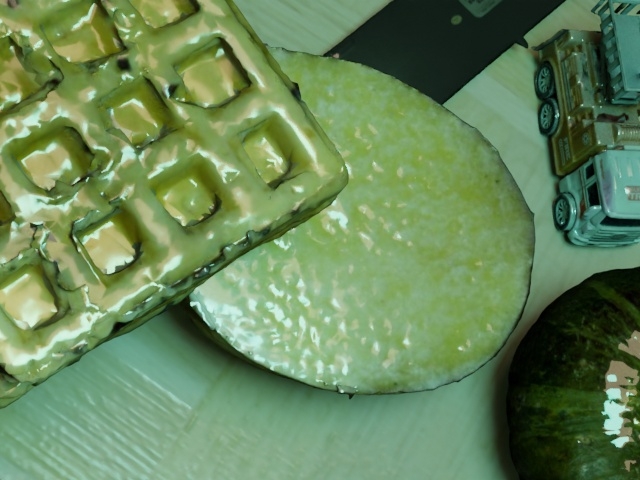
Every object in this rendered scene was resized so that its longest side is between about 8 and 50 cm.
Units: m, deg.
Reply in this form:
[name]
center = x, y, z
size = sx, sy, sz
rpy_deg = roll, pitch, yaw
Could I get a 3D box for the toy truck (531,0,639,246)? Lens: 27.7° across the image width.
[toy truck]
center = 0.238, -0.092, 1.045
size = 0.080, 0.115, 0.177
rpy_deg = 0, 73, -19

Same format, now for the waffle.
[waffle]
center = -0.190, -0.116, 0.773
size = 0.261, 0.114, 0.376
rpy_deg = -34, 90, -23

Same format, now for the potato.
[potato]
center = 0.000, 0.000, 0.932
size = 0.299, 0.116, 0.239
rpy_deg = 17, 67, -16

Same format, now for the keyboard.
[keyboard]
center = 0.140, -0.200, 1.099
size = 0.317, 0.027, 0.106
rpy_deg = -40, 84, -26

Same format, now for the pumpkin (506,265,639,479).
[pumpkin]
center = 0.241, 0.125, 0.949
size = 0.224, 0.157, 0.223
rpy_deg = 0, 86, -8
